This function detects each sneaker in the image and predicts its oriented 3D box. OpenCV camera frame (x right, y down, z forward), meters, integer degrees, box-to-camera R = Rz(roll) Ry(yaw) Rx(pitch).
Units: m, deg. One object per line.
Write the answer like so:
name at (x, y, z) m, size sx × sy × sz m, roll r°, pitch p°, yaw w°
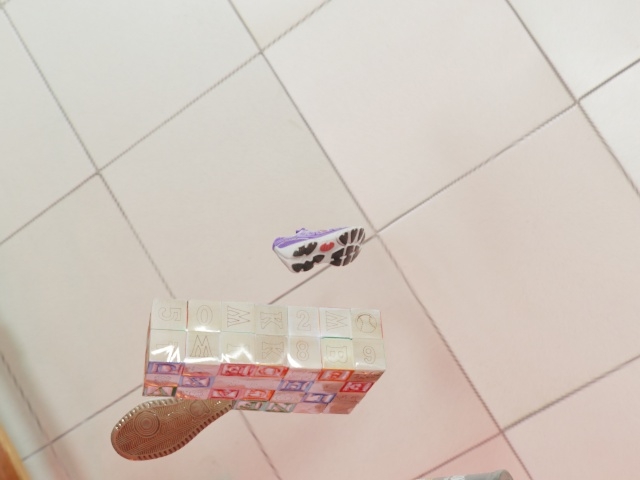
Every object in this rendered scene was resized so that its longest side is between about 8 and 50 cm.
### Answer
sneaker at (0.000, 0.000, 1.228) m, size 0.071 × 0.170 × 0.068 m, roll 39°, pitch 124°, yaw 41°
sneaker at (-0.224, 0.281, 1.380) m, size 0.282 × 0.153 × 0.099 m, roll -30°, pitch 92°, yaw 1°

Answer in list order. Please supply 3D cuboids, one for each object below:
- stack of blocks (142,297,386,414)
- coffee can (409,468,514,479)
stack of blocks at (-0.082, 0.159, 1.046) m, size 0.297 × 0.171 × 0.087 m, roll 5°, pitch 58°, yaw -14°
coffee can at (0.172, 0.478, 1.241) m, size 0.275 × 0.201 × 0.201 m, roll -13°, pitch 89°, yaw 22°
